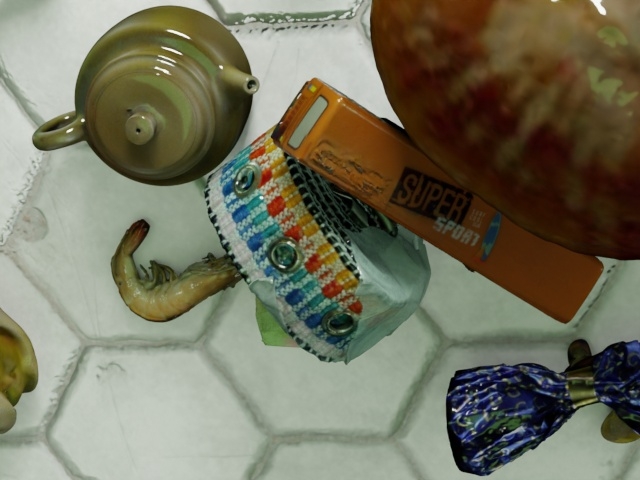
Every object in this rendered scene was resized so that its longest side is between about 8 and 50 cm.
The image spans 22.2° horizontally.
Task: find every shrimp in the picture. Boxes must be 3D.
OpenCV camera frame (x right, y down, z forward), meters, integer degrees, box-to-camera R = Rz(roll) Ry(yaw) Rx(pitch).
[{"bbox_3d":[-0.163,0.020,1.878,0.178,0.034,0.124,-29,99,23],"label":"shrimp"}]

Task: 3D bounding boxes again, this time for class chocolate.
[{"bbox_3d":[0.308,0.164,1.807,0.343,0.148,0.126,-13,133,16],"label":"chocolate"}]

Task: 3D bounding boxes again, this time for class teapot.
[{"bbox_3d":[-0.185,-0.141,1.736,0.267,0.175,0.186,-15,107,14],"label":"teapot"}]

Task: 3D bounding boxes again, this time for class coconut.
[{"bbox_3d":[-0.037,0.079,1.857,0.081,0.083,0.082,-2,153,10],"label":"coconut"}]

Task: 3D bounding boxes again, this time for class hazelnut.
[{"bbox_3d":[0.268,-0.193,1.544,0.429,0.402,0.402,48,112,6],"label":"hazelnut"}]

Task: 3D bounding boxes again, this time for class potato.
[{"bbox_3d":[0.362,0.202,1.866,0.092,0.045,0.046,-45,57,19],"label":"potato"}]

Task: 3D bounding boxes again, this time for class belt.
[{"bbox_3d":[0.000,0.000,1.749,0.150,0.207,0.257,-35,97,22],"label":"belt"}]

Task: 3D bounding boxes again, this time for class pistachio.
[{"bbox_3d":[-0.463,0.116,1.893,0.197,0.166,0.288,-27,112,42],"label":"pistachio"}]

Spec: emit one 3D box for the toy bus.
[{"bbox_3d":[0.132,-0.034,1.701,0.409,0.092,0.093,29,96,-29],"label":"toy bus"}]
